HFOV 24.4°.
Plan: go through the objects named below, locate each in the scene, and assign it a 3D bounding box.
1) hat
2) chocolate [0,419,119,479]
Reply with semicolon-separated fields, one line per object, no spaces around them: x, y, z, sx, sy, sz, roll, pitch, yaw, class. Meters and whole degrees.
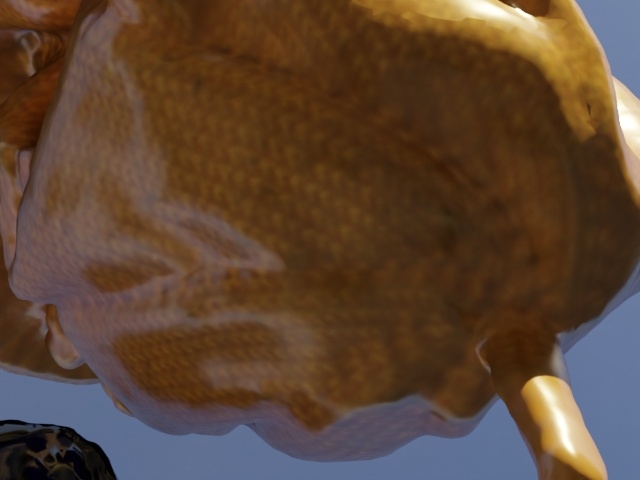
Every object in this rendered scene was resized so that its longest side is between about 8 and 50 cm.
0.000;0.000;0.387;0.244;0.233;0.233;-49;-50;9;hat
-0.082;0.213;0.407;0.126;0.148;0.343;6;-76;-29;chocolate
